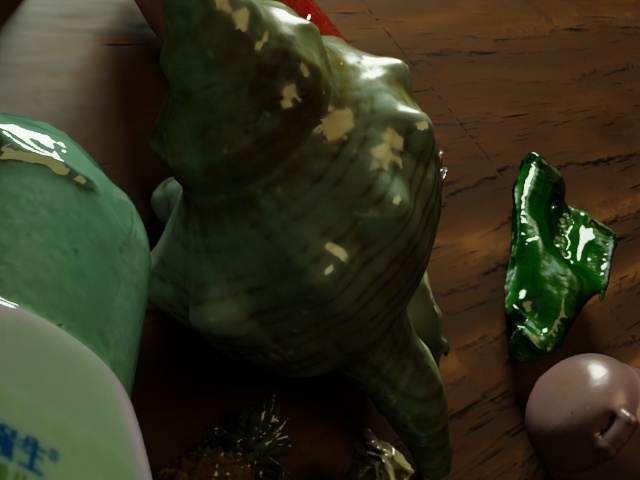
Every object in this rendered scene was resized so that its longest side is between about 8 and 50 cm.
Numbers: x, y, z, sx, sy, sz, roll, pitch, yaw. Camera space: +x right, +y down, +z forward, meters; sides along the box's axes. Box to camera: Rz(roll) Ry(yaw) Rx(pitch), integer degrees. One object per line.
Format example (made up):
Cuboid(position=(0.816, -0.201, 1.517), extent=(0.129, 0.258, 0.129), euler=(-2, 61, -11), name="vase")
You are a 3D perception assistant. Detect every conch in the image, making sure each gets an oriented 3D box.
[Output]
Cuboid(position=(-0.014, -0.001, 0.732), extent=(0.386, 0.169, 0.203), euler=(81, 16, -50), name="conch")

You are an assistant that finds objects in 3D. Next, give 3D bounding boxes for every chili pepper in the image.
Cuboid(position=(0.175, 0.014, 1.061), extent=(0.108, 0.062, 0.216), euler=(43, 35, -14), name="chili pepper")

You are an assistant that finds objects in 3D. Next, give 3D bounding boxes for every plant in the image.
Cuboid(position=(0.056, 0.158, 0.713), extent=(0.122, 0.104, 0.116), euler=(15, 30, 4), name="plant")

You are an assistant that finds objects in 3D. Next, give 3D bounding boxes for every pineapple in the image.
Cuboid(position=(-0.049, 0.118, 0.678), extent=(0.058, 0.058, 0.124), euler=(56, 18, -6), name="pineapple")

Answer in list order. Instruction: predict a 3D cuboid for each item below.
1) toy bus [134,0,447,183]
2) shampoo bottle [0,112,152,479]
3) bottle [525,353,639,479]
Cuboid(position=(-0.018, -0.093, 0.840), extent=(0.235, 0.096, 0.073), euler=(48, 36, -17), name="toy bus")
Cuboid(position=(-0.144, 0.098, 0.455), extent=(0.222, 0.151, 0.350), euler=(32, 42, -29), name="shampoo bottle")
Cuboid(position=(0.248, 0.173, 0.978), extent=(0.253, 0.120, 0.120), euler=(41, 37, -28), name="bottle")
